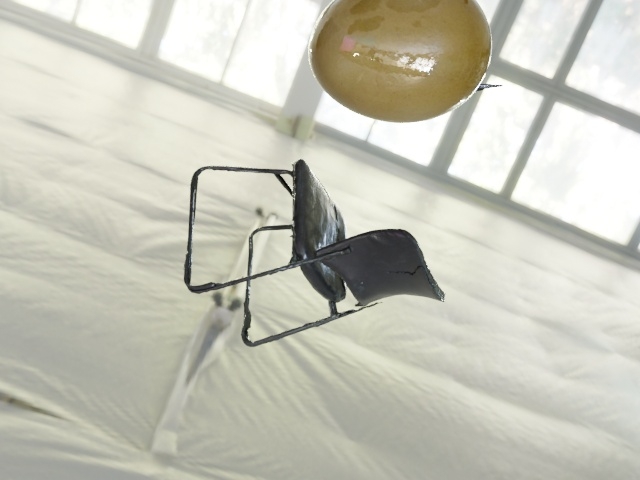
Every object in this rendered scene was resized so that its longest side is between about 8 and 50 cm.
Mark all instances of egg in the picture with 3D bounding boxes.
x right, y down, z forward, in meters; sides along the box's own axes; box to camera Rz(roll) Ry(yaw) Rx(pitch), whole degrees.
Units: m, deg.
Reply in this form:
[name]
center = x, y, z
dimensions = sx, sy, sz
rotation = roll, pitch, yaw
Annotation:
[egg]
center = 0.133, -0.321, 1.536
dimensions = 0.322, 0.250, 0.250
rotation = -12, -148, -25

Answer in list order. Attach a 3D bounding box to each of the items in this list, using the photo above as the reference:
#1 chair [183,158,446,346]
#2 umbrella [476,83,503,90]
[chair]
center = 0.000, 0.000, 0.887
dimensions = 0.221, 0.145, 0.140
rotation = -11, 148, 18
[umbrella]
center = 0.257, -0.314, 1.893
dimensions = 0.268, 0.044, 0.044
rotation = -6, 165, -11
